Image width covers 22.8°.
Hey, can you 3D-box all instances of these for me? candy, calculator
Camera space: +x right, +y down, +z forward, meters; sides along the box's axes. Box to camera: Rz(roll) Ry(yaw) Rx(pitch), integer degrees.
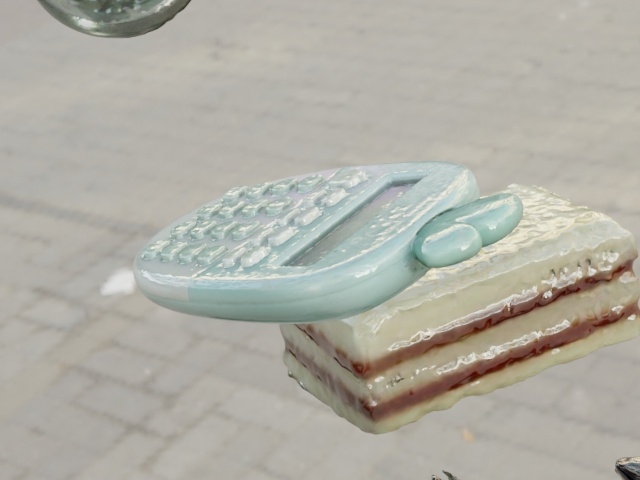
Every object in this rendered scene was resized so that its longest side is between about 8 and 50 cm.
[{"bbox_3d":[0.131,0.057,1.535,0.320,0.135,0.179,-17,24,-20],"label":"candy"},{"bbox_3d":[0.000,0.000,1.038,0.295,0.042,0.184,0,27,42],"label":"calculator"}]

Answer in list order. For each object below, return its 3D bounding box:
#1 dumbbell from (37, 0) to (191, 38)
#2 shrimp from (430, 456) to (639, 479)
[{"bbox_3d":[-0.084,-0.131,0.590,0.081,0.082,0.254,-12,-12,-2],"label":"dumbbell"},{"bbox_3d":[0.314,0.318,1.572,0.445,0.085,0.272,26,77,20],"label":"shrimp"}]
